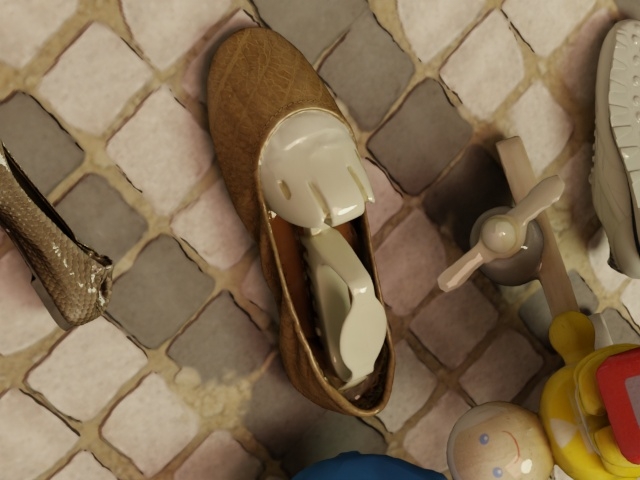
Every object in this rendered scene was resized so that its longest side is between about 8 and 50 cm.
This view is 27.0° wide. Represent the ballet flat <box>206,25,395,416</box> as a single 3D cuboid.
[{"bbox_3d":[0.000,0.000,1.060,0.116,0.124,0.342,-21,117,-21],"label":"ballet flat"}]

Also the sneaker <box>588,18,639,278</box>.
[{"bbox_3d":[0.278,-0.081,1.209,0.090,0.095,0.235,-7,92,-21],"label":"sneaker"}]

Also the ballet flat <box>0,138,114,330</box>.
[{"bbox_3d":[-0.213,-0.036,0.955,0.058,0.084,0.250,-25,125,0],"label":"ballet flat"}]

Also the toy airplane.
[{"bbox_3d":[0.226,0.149,1.117,0.272,0.386,0.384,-15,125,-13],"label":"toy airplane"}]

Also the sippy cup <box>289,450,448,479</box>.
[{"bbox_3d":[0.035,0.309,1.112,0.305,0.240,0.224,-7,120,-19],"label":"sippy cup"}]
